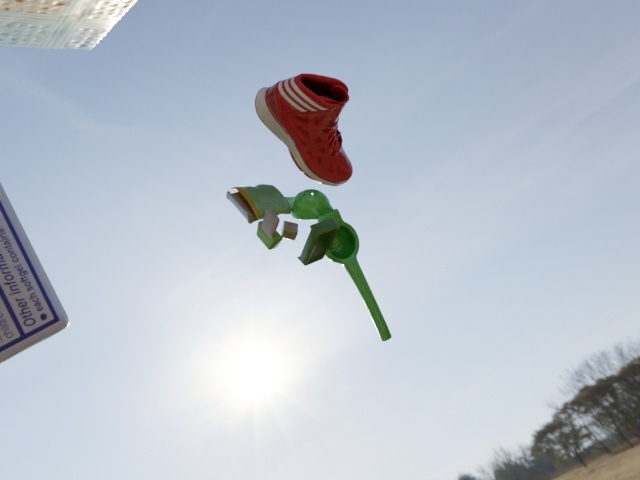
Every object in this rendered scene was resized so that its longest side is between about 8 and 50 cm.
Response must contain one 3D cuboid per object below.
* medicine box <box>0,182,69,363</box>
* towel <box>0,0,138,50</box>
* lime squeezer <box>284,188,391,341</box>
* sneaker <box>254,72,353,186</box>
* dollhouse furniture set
[{"bbox_3d":[-0.321,-0.005,0.190,0.149,0.263,0.289,-14,12,29],"label":"medicine box"},{"bbox_3d":[-0.434,-0.313,0.583,0.272,0.040,0.370,-7,10,44],"label":"towel"},{"bbox_3d":[0.000,0.000,0.636,0.059,0.310,0.109,-17,-35,-44],"label":"lime squeezer"},{"bbox_3d":[0.011,-0.168,0.725,0.128,0.086,0.221,-9,-33,42],"label":"sneaker"},{"bbox_3d":[-0.049,-0.040,0.578,0.076,0.151,0.058,-19,-35,-41],"label":"dollhouse furniture set"}]
